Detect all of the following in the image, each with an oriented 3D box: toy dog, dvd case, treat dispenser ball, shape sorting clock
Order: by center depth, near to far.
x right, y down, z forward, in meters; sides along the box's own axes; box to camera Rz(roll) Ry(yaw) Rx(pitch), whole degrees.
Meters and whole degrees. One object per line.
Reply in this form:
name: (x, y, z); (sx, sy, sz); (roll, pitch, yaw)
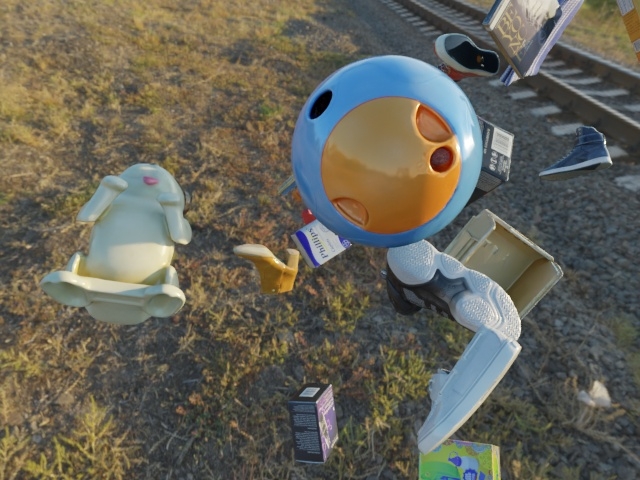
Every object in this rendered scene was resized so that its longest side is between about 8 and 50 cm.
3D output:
treat dispenser ball: (0.099, -0.131, 0.671); (0.288, 0.288, 0.288); (5, 35, -4)
dvd case: (0.440, -0.477, 0.928); (0.221, 0.164, 0.018); (19, 14, -45)
shape sorting clock: (-0.034, -0.188, 1.090); (0.040, 0.206, 0.206); (51, 39, -9)
toy dog: (-0.455, -0.010, 1.108); (0.285, 0.395, 0.407); (6, 62, -9)

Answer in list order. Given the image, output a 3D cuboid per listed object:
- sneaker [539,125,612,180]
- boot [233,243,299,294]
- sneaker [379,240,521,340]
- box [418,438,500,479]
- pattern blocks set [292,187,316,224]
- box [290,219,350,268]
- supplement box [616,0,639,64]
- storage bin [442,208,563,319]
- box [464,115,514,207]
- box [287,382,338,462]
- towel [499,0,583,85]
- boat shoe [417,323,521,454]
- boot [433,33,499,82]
sneaker: (0.900, -0.312, 1.554); (0.226, 0.163, 0.086); (-14, -20, 38)
boot: (-0.238, 0.132, 1.840); (0.295, 0.211, 0.104); (6, 25, -22)
sneaker: (0.231, 0.110, 0.818); (0.269, 0.153, 0.101); (36, 63, 11)
box: (0.357, 0.664, 1.092); (0.177, 0.279, 0.289); (-4, 65, 25)
pattern blocks set: (0.049, -0.154, 1.484); (0.286, 0.324, 0.026); (-6, 59, 3)
box: (0.000, 0.000, 1.335); (0.137, 0.126, 0.072); (-33, 5, -17)
supplement box: (0.798, -0.560, 1.056); (0.078, 0.233, 0.080); (-22, 6, 13)
storage bin: (0.487, 0.091, 1.220); (0.262, 0.260, 0.123); (32, 16, -15)
box: (0.399, -0.203, 1.242); (0.143, 0.270, 0.165); (24, 66, -10)
box: (-0.022, 0.612, 1.462); (0.108, 0.207, 0.153); (-7, 4, 21)
towel: (0.603, -0.542, 1.159); (0.040, 0.243, 0.336); (39, 40, 15)
boat shoe: (0.175, 0.188, 0.554); (0.063, 0.184, 0.066); (40, 12, 33)
boot: (0.361, -0.502, 1.227); (0.244, 0.088, 0.176); (1, 5, -38)
